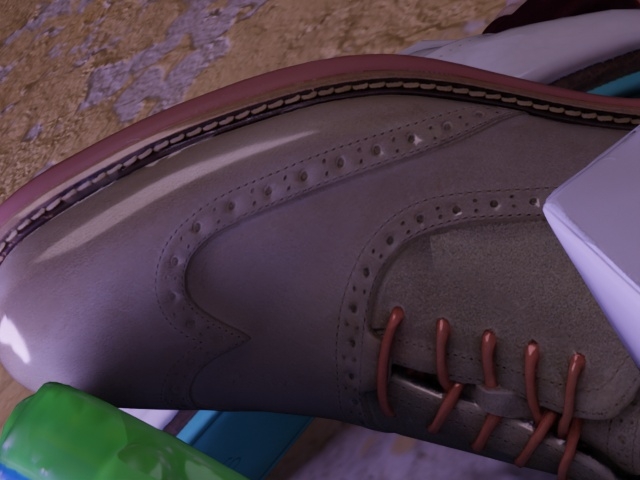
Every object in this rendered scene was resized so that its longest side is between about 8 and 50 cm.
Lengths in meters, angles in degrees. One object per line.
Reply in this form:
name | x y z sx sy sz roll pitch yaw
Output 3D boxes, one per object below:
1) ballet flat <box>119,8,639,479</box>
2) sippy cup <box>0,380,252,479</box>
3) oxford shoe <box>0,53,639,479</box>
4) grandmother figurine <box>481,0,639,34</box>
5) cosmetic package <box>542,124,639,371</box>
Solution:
ballet flat | 0.000 0.000 0.787 0.400 0.139 0.139 -42 27 19
sippy cup | -0.058 0.202 0.574 0.224 0.240 0.305 -58 -10 -12
oxford shoe | 0.063 0.021 0.629 0.397 0.140 0.146 -8 42 -3
grandmother figurine | 0.150 -0.126 0.903 0.342 0.104 0.208 -45 11 -15
cosmetic package | 0.221 0.018 0.478 0.225 0.224 0.138 -38 42 0
